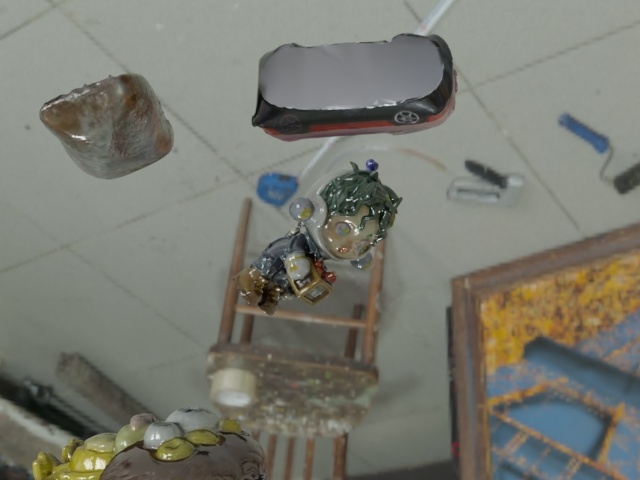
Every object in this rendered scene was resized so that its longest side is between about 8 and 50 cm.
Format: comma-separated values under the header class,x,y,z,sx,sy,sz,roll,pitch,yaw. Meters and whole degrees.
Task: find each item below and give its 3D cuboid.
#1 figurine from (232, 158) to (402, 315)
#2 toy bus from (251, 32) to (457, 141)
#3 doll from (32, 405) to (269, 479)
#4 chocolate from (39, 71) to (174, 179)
class,x,y,z,sx,sy,sz,roll,pitch,yaw
figurine,-0.001,0.000,2.096,0.382,0.186,0.261,-43,150,8
toy bus,0.053,-0.222,1.522,0.303,0.127,0.147,-3,170,16
doll,-0.127,0.172,0.756,0.188,0.096,0.145,1,-177,4
chocolate,-0.346,-0.176,1.752,0.185,0.100,0.303,-28,168,-3
